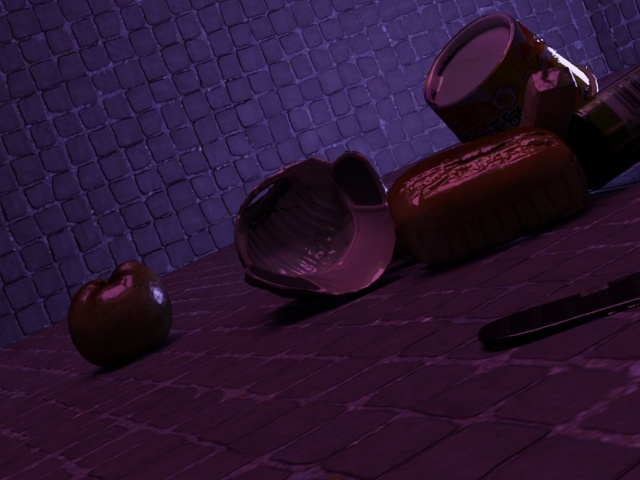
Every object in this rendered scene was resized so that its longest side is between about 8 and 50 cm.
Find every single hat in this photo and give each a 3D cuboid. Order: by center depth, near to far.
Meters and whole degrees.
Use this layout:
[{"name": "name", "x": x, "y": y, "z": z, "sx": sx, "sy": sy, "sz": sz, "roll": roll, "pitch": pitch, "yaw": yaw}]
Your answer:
[{"name": "hat", "x": 0.003, "y": 0.000, "z": 1.400, "sx": 0.232, "sy": 0.161, "sz": 0.275, "roll": -54, "pitch": 35, "yaw": -12}]

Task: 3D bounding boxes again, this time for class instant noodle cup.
[{"name": "instant noodle cup", "x": 0.321, "y": -0.259, "z": 1.786, "sx": 0.264, "sy": 0.200, "sz": 0.264, "roll": -37, "pitch": 31, "yaw": 27}]

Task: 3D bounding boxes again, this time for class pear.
[{"name": "pear", "x": -0.317, "y": 0.118, "z": 1.613, "sx": 0.167, "sy": 0.137, "sz": 0.167, "roll": -19, "pitch": 23, "yaw": 8}]

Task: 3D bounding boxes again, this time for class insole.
[{"name": "insole", "x": 0.267, "y": 0.023, "z": 0.786, "sx": 0.309, "sy": 0.012, "sz": 0.110, "roll": -21, "pitch": 7, "yaw": 13}]

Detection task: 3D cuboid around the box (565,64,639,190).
[{"name": "box", "x": 0.470, "y": -0.203, "z": 1.351, "sx": 0.345, "sy": 0.097, "sz": 0.134, "roll": -33, "pitch": -24, "yaw": -11}]

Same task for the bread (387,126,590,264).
[{"name": "bread", "x": 0.200, "y": -0.062, "z": 1.252, "sx": 0.236, "sy": 0.106, "sz": 0.140, "roll": -21, "pitch": 27, "yaw": 5}]

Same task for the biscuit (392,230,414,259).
[{"name": "biscuit", "x": 0.195, "y": -0.021, "z": 1.389, "sx": 0.236, "sy": 0.039, "sz": 0.180, "roll": -19, "pitch": 4, "yaw": 25}]

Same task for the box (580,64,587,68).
[{"name": "box", "x": 0.470, "y": -0.253, "z": 2.006, "sx": 0.083, "sy": 0.143, "sz": 0.232, "roll": -23, "pitch": 5, "yaw": -6}]

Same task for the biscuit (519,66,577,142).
[{"name": "biscuit", "x": 0.282, "y": -0.141, "z": 1.309, "sx": 0.056, "sy": 0.052, "sz": 0.188, "roll": -5, "pitch": -37, "yaw": -3}]

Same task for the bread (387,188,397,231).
[{"name": "bread", "x": 0.089, "y": -0.010, "z": 1.508, "sx": 0.154, "sy": 0.054, "sz": 0.136, "roll": 23, "pitch": -65, "yaw": -44}]
